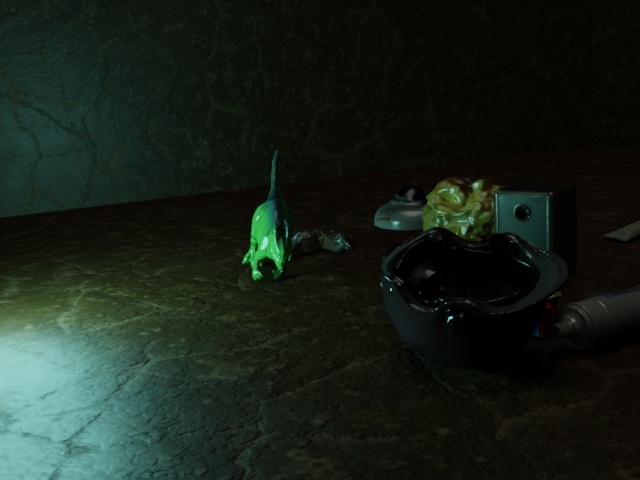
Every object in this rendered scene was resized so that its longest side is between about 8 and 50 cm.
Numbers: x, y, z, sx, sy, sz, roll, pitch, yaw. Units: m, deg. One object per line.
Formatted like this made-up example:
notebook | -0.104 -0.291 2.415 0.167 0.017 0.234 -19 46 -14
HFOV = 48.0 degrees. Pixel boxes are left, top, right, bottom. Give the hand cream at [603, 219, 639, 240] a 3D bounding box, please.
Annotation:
hand cream | 0.930 -0.035 2.102 0.234 0.050 0.080 -17 18 -28

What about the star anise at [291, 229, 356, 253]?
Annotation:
star anise | 0.005 -0.004 2.203 0.208 0.063 0.172 -2 12 9

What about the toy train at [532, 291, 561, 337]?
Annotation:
toy train | 0.423 0.127 1.471 0.131 0.082 0.204 -3 12 16

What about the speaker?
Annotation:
speaker | 0.518 -0.019 1.736 0.153 0.231 0.192 6 16 37

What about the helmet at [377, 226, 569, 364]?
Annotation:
helmet | 0.268 0.117 1.303 0.338 0.197 0.271 10 31 28

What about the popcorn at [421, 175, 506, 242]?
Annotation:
popcorn | 0.411 -0.037 1.919 0.265 0.225 0.332 -16 33 10

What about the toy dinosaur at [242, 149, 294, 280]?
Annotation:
toy dinosaur | -0.132 -0.110 1.973 0.144 0.500 0.374 2 -23 -8

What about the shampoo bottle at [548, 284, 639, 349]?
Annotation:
shampoo bottle | 0.552 0.141 1.346 0.303 0.092 0.092 -10 14 -25

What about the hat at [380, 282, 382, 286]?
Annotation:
hat | 0.261 0.083 1.544 0.226 0.164 0.219 -40 18 -3

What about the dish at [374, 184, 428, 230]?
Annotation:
dish | 0.320 -0.125 2.479 0.273 0.134 0.273 -3 14 1

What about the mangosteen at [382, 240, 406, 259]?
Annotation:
mangosteen | 0.198 0.069 1.745 0.140 0.140 0.140 -4 13 1
